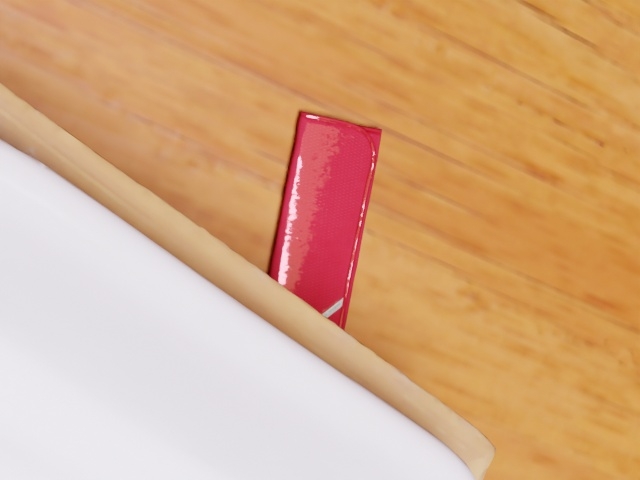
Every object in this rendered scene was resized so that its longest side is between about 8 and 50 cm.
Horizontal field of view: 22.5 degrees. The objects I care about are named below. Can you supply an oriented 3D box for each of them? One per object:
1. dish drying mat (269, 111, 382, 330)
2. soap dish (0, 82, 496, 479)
[{"bbox_3d":[0.000,0.000,0.549,0.032,0.008,0.083,10,92,-24],"label":"dish drying mat"},{"bbox_3d":[-0.112,0.121,0.448,0.229,0.118,0.291,36,81,-27],"label":"soap dish"}]
